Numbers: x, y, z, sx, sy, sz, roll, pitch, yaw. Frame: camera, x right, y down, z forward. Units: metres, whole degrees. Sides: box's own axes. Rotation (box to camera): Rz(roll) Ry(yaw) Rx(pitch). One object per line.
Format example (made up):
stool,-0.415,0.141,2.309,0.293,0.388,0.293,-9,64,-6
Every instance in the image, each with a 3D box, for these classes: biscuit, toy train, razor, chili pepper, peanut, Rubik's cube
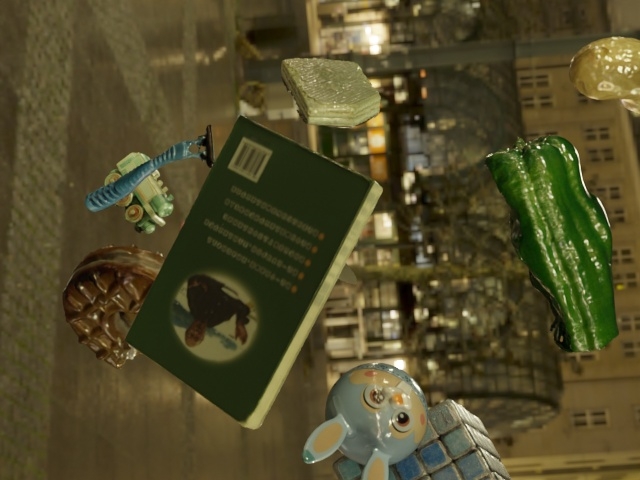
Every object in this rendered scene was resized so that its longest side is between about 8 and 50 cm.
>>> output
biscuit,0.021,-0.266,1.704,0.252,0.150,0.052,-111,-154,-58
toy train,-0.414,-0.108,2.218,0.194,0.125,0.081,53,1,25
biscuit,-0.392,0.133,1.990,0.268,0.366,0.115,45,42,-20
razor,-0.282,-0.110,1.568,0.042,0.253,0.081,40,33,-47
chili pepper,0.420,-0.004,1.675,0.213,0.168,0.384,-26,98,-72
peanut,0.622,-0.315,1.869,0.147,0.319,0.147,180,-90,-67
Rubik's cube,0.198,0.430,1.604,0.237,0.237,0.238,61,7,27

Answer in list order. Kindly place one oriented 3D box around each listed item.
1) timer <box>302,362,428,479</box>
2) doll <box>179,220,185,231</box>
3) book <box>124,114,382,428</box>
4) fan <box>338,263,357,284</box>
timer,0.079,0.269,1.421,0.255,0.175,0.175,-31,116,-82
doll,-0.166,0.057,1.794,0.262,0.093,0.211,41,47,-25
book,-0.100,0.037,1.331,0.043,0.260,0.370,24,95,-58
fan,0.000,-0.001,2.412,0.012,0.233,0.414,-49,160,-14
